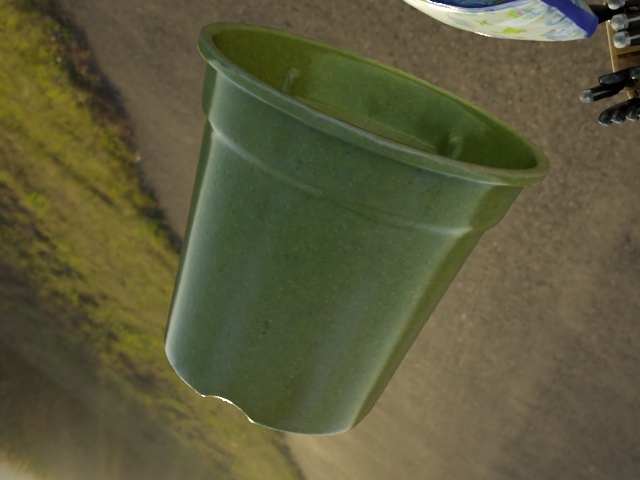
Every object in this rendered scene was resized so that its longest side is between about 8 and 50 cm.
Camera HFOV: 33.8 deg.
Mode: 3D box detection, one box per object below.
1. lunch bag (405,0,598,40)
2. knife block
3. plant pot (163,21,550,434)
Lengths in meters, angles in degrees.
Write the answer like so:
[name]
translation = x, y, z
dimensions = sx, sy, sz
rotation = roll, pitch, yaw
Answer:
[lunch bag]
translation = 0.151, -0.221, 0.902
dimensions = 0.151, 0.096, 0.129
rotation = 34, -165, 34
[knife block]
translation = 0.342, -0.222, 1.045
dimensions = 0.088, 0.275, 0.242
rotation = -4, 145, 42
[plant pot]
translation = 0.000, 0.000, 0.825
dimensions = 0.276, 0.253, 0.276
rotation = 19, -161, -7
